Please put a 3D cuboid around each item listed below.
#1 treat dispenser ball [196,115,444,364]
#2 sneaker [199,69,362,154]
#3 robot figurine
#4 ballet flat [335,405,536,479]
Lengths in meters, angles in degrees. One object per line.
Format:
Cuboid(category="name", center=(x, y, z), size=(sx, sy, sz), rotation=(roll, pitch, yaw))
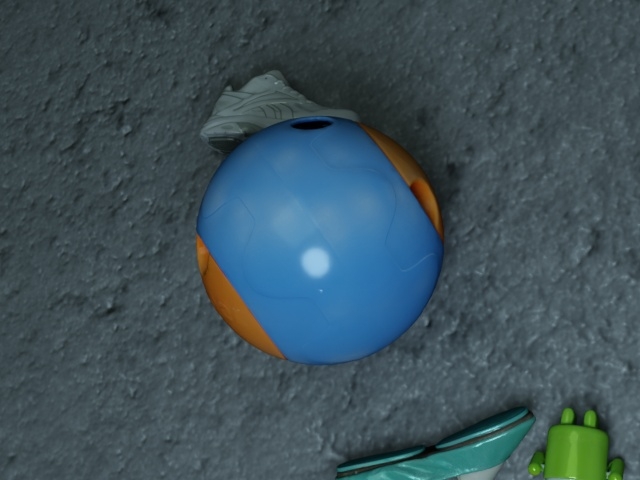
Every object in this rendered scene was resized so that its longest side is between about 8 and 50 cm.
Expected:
Cuboid(category="treat dispenser ball", center=(0.000, 0.000, 1.438), size=(0.288, 0.288, 0.288), rotation=(-8, 68, 22))
Cuboid(category="sneaker", center=(-0.050, -0.175, 1.642), size=(0.232, 0.090, 0.115), rotation=(4, 70, 25))
Cuboid(category="robot figurine", center=(0.277, 0.242, 1.351), size=(0.101, 0.067, 0.115), rotation=(3, 73, 17))
Cuboid(category="ballet flat", center=(0.138, 0.262, 1.411), size=(0.247, 0.083, 0.087), rotation=(-21, 89, 17))
